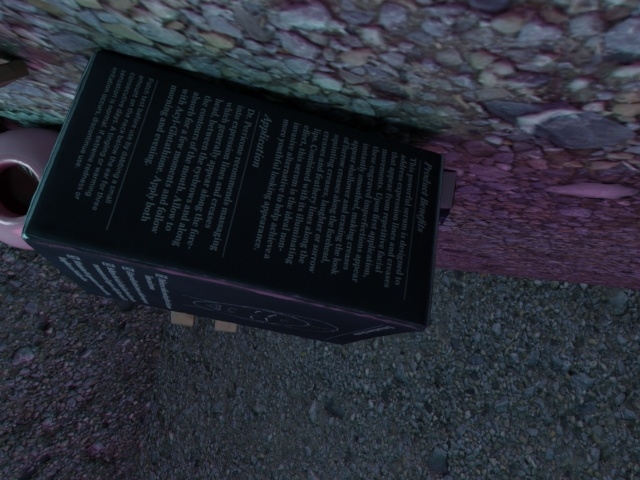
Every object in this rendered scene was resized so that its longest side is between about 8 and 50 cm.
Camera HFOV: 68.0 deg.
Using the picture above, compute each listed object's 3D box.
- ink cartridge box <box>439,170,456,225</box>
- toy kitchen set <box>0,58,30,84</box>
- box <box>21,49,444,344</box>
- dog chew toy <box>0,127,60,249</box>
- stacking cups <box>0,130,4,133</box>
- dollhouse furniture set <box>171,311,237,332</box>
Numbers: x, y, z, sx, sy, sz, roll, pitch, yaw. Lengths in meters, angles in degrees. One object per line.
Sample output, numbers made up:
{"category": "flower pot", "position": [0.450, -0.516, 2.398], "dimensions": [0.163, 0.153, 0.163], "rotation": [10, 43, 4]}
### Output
{"category": "ink cartridge box", "position": [0.049, -0.085, 0.800], "dimensions": [0.333, 0.065, 0.165], "rotation": [9, 175, 11]}
{"category": "toy kitchen set", "position": [-0.360, -0.195, 0.493], "dimensions": [0.068, 0.075, 0.083], "rotation": [8, -145, 43]}
{"category": "box", "position": [-0.093, -0.012, 0.606], "dimensions": [0.396, 0.211, 0.293], "rotation": [15, 161, -12]}
{"category": "dog chew toy", "position": [-0.481, -0.095, 0.881], "dimensions": [0.207, 0.206, 0.332], "rotation": [9, -175, -6]}
{"category": "stacking cups", "position": [-0.627, -0.163, 0.901], "dimensions": [0.096, 0.096, 0.316], "rotation": [11, 173, -17]}
{"category": "dollhouse furniture set", "position": [-0.409, 0.041, 1.461], "dimensions": [0.394, 0.362, 0.256], "rotation": [9, 140, -8]}
